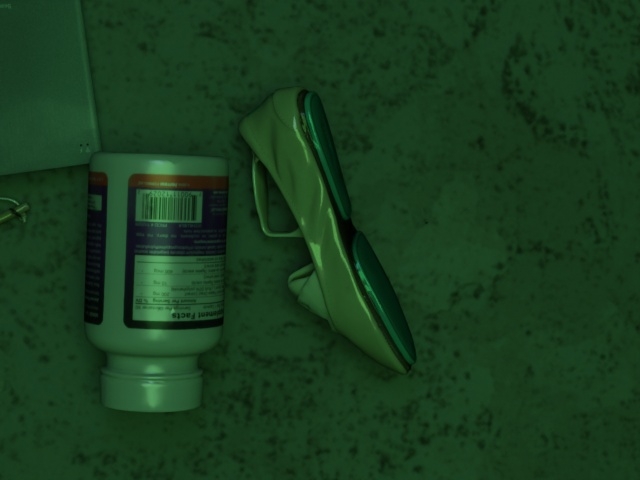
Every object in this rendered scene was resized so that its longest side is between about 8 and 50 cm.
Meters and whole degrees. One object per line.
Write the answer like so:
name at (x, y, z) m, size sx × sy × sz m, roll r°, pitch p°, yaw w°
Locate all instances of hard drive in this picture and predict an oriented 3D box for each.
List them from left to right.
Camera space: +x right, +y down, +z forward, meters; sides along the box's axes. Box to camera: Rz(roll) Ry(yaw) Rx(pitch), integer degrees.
hard drive at (-0.223, -0.121, 1.113) m, size 0.094 × 0.022 × 0.135 m, roll -10°, pitch 95°, yaw -26°

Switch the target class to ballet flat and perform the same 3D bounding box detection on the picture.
ballet flat at (0.000, 0.000, 1.155) m, size 0.086 × 0.086 × 0.248 m, roll -22°, pitch 96°, yaw -9°

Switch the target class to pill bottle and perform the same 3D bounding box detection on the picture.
pill bottle at (-0.127, 0.030, 1.109) m, size 0.108 × 0.108 × 0.193 m, roll 2°, pitch 93°, yaw -11°

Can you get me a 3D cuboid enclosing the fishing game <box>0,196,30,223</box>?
fishing game at (-0.347, -0.103, 1.093) m, size 0.189 × 0.041 × 0.264 m, roll -23°, pitch 97°, yaw -12°
